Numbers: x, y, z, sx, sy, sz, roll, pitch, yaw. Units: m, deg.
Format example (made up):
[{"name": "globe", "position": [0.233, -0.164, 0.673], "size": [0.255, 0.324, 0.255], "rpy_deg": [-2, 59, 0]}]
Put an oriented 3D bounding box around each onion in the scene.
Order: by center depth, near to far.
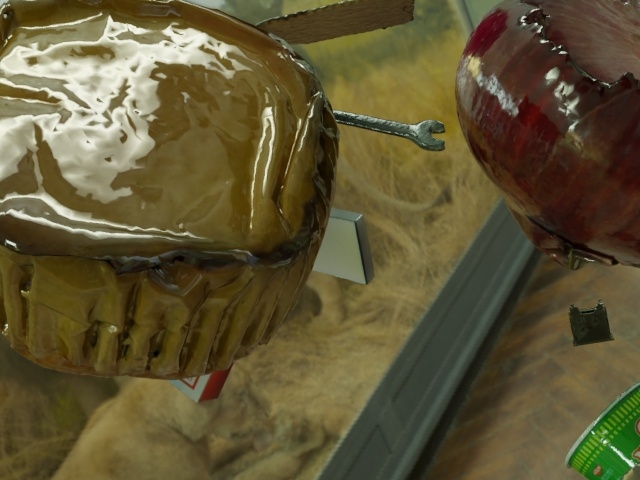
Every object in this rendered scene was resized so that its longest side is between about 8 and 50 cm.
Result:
[{"name": "onion", "position": [0.196, -0.077, 0.556], "size": [0.161, 0.248, 0.248], "rpy_deg": [-37, 8, 39]}]

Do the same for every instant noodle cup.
[{"name": "instant noodle cup", "position": [0.559, 0.383, 1.377], "size": [0.207, 0.207, 0.233], "rpy_deg": [-33, 58, -23]}]

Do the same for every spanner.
[{"name": "spanner", "position": [0.041, -0.158, 1.091], "size": [0.255, 0.015, 0.054], "rpy_deg": [14, 50, 13]}]

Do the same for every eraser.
[{"name": "eraser", "position": [0.000, 0.000, 1.139], "size": [0.150, 0.103, 0.023], "rpy_deg": [13, 41, 35]}]

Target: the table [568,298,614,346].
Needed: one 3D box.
[{"name": "table", "position": [0.570, 0.173, 1.773], "size": [0.083, 0.082, 0.070], "rpy_deg": [-11, 1, 16]}]

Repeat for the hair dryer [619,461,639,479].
[{"name": "hair dryer", "position": [0.265, 0.330, 0.640], "size": [0.302, 0.244, 0.116], "rpy_deg": [-46, 14, 17]}]

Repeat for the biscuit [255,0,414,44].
[{"name": "biscuit", "position": [0.029, -0.336, 1.283], "size": [0.237, 0.013, 0.232], "rpy_deg": [-10, 3, 5]}]

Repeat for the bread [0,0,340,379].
[{"name": "bread", "position": [-0.086, -0.028, 0.398], "size": [0.199, 0.104, 0.199], "rpy_deg": [9, 47, -10]}]

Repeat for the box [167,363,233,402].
[{"name": "box", "position": [-0.249, 0.162, 1.400], "size": [0.229, 0.123, 0.050], "rpy_deg": [32, 23, 17]}]
